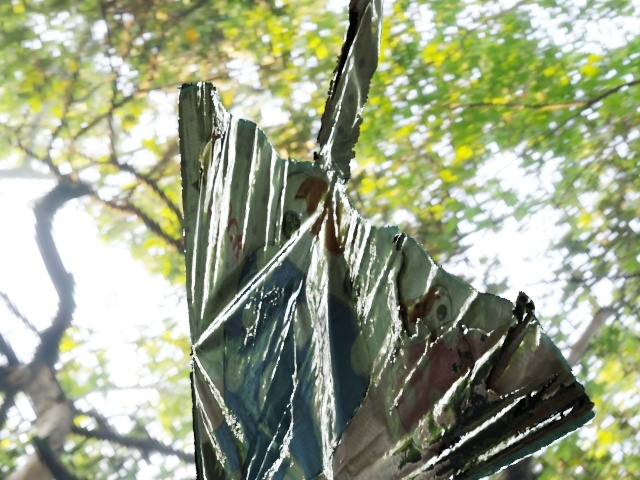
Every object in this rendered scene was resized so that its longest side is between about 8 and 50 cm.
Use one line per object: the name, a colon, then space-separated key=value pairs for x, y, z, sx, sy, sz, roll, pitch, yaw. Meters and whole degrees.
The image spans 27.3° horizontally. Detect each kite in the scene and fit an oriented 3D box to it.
kite: x=0.000 y=0.000 z=0.493 sx=0.335 sy=0.011 sz=0.314 roll=37 pitch=-65 yaw=57
